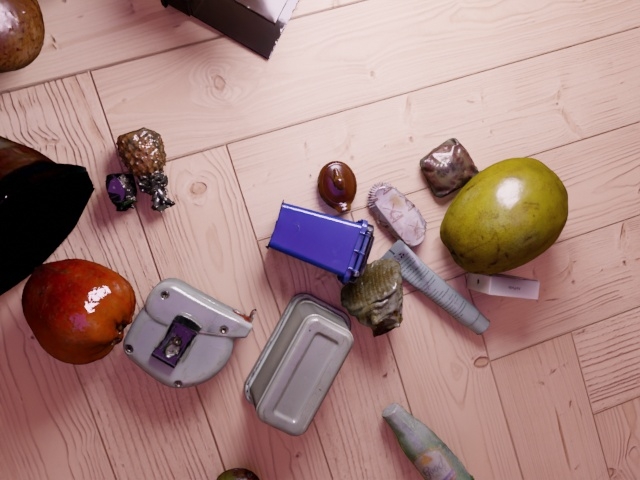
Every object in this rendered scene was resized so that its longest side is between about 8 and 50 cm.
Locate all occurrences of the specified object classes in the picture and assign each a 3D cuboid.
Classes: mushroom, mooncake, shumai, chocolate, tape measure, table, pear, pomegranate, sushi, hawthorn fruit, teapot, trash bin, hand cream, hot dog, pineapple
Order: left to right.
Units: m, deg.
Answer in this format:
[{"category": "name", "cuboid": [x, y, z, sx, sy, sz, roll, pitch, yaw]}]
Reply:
[{"category": "mushroom", "cuboid": [-0.741, -0.418, 1.012, 0.331, 0.334, 0.356, 13, 118, 8]}, {"category": "chocolate", "cuboid": [-0.720, -0.090, 1.001, 0.331, 0.383, 0.383, 41, 86, -1]}, {"category": "hawthorn fruit", "cuboid": [-0.541, 0.139, 1.099, 0.261, 0.224, 0.224, 33, 87, 3]}, {"category": "sushi", "cuboid": [-0.458, -0.111, 1.160, 0.056, 0.083, 0.084, -16, 93, -8]}, {"category": "pineapple", "cuboid": [-0.399, -0.159, 1.165, 0.108, 0.108, 0.197, -17, 104, -8]}, {"category": "tape measure", "cuboid": [-0.312, 0.220, 1.175, 0.243, 0.125, 0.246, 30, 87, -9]}, {"category": "table", "cuboid": [-0.193, -0.575, 1.099, 0.282, 0.250, 0.196, 27, 87, -10]}, {"category": "pomegranate", "cuboid": [-0.198, 0.632, 1.216, 0.130, 0.129, 0.159, 2, 111, -9]}, {"category": "trash bin", "cuboid": [0.000, 0.000, 1.192, 0.235, 0.184, 0.162, 19, 88, -3]}, {"category": "teapot", "cuboid": [0.045, -0.133, 1.237, 0.098, 0.078, 0.129, -11, 94, -8]}, {"category": "shumai", "cuboid": [0.160, 0.145, 1.245, 0.184, 0.184, 0.142, -43, 121, -5]}, {"category": "hot dog", "cuboid": [0.195, -0.066, 1.278, 0.099, 0.053, 0.192, -44, 95, -6]}, {"category": "chocolate", "cuboid": [0.268, 0.540, 1.293, 0.110, 0.110, 0.291, -40, 95, -5]}, {"category": "hand cream", "cuboid": [0.300, 0.128, 1.295, 0.331, 0.058, 0.085, 37, 121, -9]}, {"category": "mooncake", "cuboid": [0.327, -0.183, 1.282, 0.130, 0.073, 0.125, -35, 99, -4]}, {"category": "pear", "cuboid": [0.442, -0.059, 1.221, 0.307, 0.253, 0.252, -35, 97, 8]}]

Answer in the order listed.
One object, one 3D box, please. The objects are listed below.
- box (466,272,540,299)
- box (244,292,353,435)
[{"category": "box", "cuboid": [0.464, 0.113, 1.285, 0.130, 0.129, 0.051, 6, 92, -9]}, {"category": "box", "cuboid": [-0.046, 0.298, 1.191, 0.175, 0.182, 0.311, 29, 89, -9]}]
